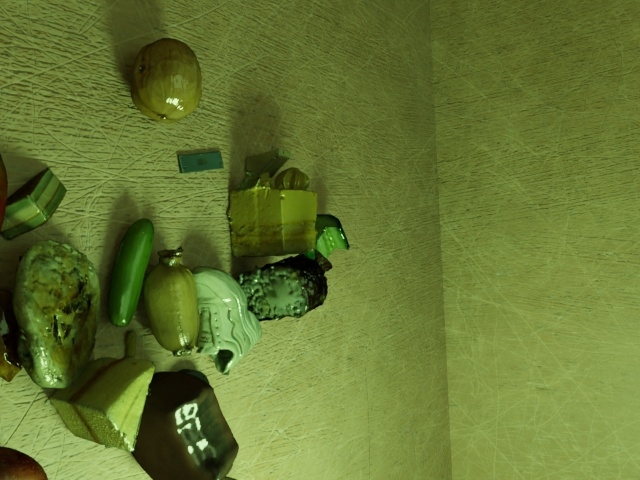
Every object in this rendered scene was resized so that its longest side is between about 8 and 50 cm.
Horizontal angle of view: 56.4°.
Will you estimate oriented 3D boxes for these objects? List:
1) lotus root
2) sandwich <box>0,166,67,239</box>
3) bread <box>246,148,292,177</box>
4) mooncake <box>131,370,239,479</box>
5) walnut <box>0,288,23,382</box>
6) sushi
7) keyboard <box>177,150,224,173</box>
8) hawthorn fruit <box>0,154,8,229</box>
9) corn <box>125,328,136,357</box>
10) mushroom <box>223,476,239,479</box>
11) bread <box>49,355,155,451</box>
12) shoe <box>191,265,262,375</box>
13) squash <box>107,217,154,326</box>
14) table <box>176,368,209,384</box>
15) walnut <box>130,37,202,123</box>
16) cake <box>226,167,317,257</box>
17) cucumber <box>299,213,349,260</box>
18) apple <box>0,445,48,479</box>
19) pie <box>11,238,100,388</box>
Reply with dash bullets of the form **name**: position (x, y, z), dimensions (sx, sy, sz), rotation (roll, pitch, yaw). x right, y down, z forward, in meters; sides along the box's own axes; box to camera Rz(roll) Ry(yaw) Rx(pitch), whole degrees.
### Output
- **lotus root**: position (-0.406, 0.171, 1.624), dimensions (0.146, 0.131, 0.303), rotation (-31, 115, -76)
- **sandwich**: position (-0.668, -0.088, 1.369), dimensions (0.163, 0.114, 0.079), rotation (-103, 167, -59)
- **bread**: position (-0.170, -0.234, 1.972), dimensions (0.077, 0.152, 0.105), rotation (10, 75, -53)
- **mooncake**: position (-0.354, 0.481, 1.526), dimensions (0.326, 0.333, 0.174), rotation (43, 38, 8)
- **walnut**: position (-0.674, 0.201, 1.262), dimensions (0.116, 0.116, 0.207), rotation (-14, 99, -54)
- **sushi**: position (-0.112, 0.138, 1.865), dimensions (0.182, 0.344, 0.196), rotation (-36, 106, -49)
- **keyboard**: position (-0.362, -0.238, 1.814), dimensions (0.176, 0.014, 0.055), rotation (-19, 102, -54)
- **hawthorn fruit**: position (-0.739, -0.092, 0.993), dimensions (0.403, 0.403, 0.402), rotation (6, 83, -55)
- **corn**: position (-0.499, 0.274, 1.573), dimensions (0.027, 0.028, 0.083), rotation (4, 88, -39)
- **mushroom**: position (-0.293, 0.794, 1.693), dimensions (0.255, 0.184, 0.254), rotation (6, 71, -17)
- **bread**: position (-0.484, 0.369, 1.401), dimensions (0.178, 0.240, 0.135), rotation (-48, 126, -45)
- **shoe**: position (-0.304, 0.243, 1.760), dimensions (0.210, 0.132, 0.341), rotation (-60, 137, -41)
- **squash**: position (-0.495, 0.081, 1.545), dimensions (0.082, 0.082, 0.292), rotation (29, 66, -50)
- **table**: position (-0.379, 0.439, 1.715), dimensions (0.134, 0.043, 0.133), rotation (5, 84, -54)
- **walnut**: position (-0.413, -0.429, 1.600), dimensions (0.195, 0.195, 0.221), rotation (8, 76, -54)
- **cake**: position (-0.148, -0.094, 1.932), dimensions (0.227, 0.223, 0.285), rotation (-6, 92, -57)
- **cucumber**: position (-0.008, 0.000, 2.175), dimensions (0.191, 0.191, 0.130), rotation (-52, 127, -43)
- **apple**: position (-0.667, 0.517, 1.211), dimensions (0.201, 0.162, 0.201), rotation (-24, 119, -57)
- **pie**: position (-0.579, 0.162, 1.329), dimensions (0.339, 0.077, 0.338), rotation (-8, 90, -84)
